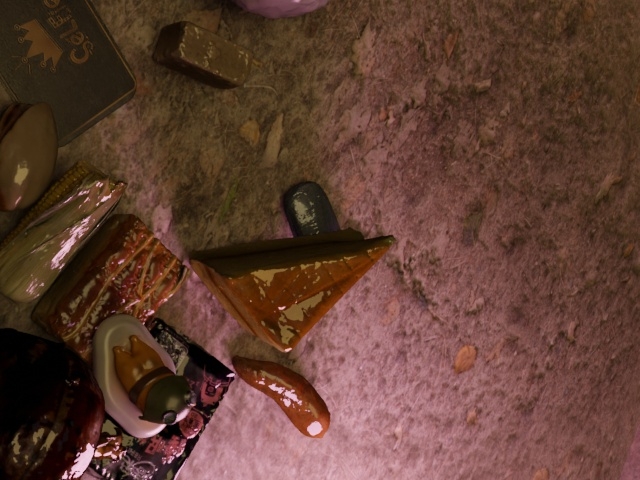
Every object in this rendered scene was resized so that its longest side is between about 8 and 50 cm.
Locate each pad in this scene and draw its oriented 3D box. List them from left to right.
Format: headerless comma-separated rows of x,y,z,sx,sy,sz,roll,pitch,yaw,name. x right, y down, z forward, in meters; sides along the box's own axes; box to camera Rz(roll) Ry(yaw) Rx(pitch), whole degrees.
-0.484,-0.401,1.913,0.315,0.063,0.375,-43,117,-28,pad

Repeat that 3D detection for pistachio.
-0.548,-0.153,1.831,0.144,0.144,0.215,19,71,-36,pistachio

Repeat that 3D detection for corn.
-0.486,-0.017,1.858,0.123,0.122,0.305,41,90,-26,corn

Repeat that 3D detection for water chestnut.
-0.497,0.339,1.778,0.347,0.335,0.335,37,71,-32,water chestnut

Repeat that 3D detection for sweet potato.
-0.078,0.335,2.254,0.292,0.097,0.097,46,66,-21,sweet potato

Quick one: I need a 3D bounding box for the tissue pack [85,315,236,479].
-0.349,0.341,2.028,0.245,0.123,0.332,41,65,-26,tissue pack

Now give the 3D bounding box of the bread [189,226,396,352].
-0.049,0.028,2.125,0.361,0.233,0.245,-41,115,-15,bread

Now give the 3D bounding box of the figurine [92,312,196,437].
-0.324,0.260,1.886,0.166,0.141,0.250,-35,109,-30,figurine

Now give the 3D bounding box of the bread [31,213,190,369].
-0.408,0.104,1.971,0.185,0.114,0.275,49,67,-28,bread

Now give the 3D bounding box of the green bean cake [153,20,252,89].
-0.240,-0.378,2.071,0.179,0.109,0.085,21,80,-37,green bean cake

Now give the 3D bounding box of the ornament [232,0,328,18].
-0.080,-0.613,2.048,0.337,0.337,0.337,-3,94,-37,ornament

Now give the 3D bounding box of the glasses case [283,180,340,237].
0.000,0.000,2.302,0.109,0.067,0.283,-34,111,-33,glasses case
